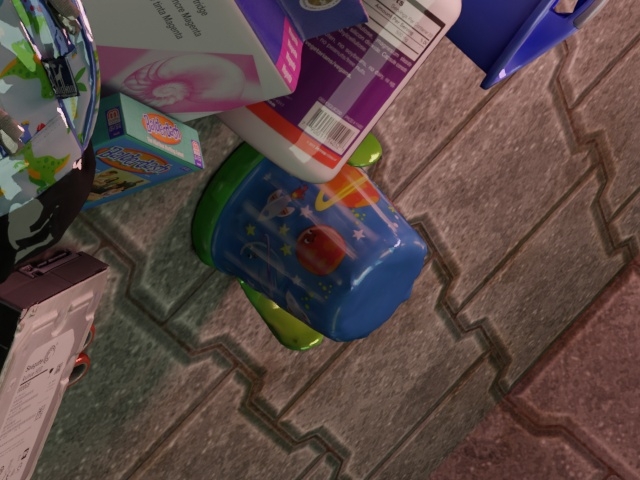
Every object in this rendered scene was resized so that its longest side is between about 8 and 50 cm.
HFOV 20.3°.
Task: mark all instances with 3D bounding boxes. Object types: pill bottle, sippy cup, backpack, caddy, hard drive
[{"bbox_3d":[0.029,-0.233,1.963,0.323,0.181,0.181,-52,154,7],"label":"pill bottle"},{"bbox_3d":[0.000,0.000,2.196,0.240,0.224,0.305,-45,155,-6],"label":"sippy cup"},{"bbox_3d":[-0.307,-0.191,1.380,0.273,0.290,0.355,-39,128,-3],"label":"backpack"},{"bbox_3d":[0.269,-0.336,2.116,0.341,0.179,0.241,-53,177,16],"label":"caddy"},{"bbox_3d":[-0.351,0.186,1.961,0.338,0.064,0.237,-67,170,16],"label":"hard drive"}]

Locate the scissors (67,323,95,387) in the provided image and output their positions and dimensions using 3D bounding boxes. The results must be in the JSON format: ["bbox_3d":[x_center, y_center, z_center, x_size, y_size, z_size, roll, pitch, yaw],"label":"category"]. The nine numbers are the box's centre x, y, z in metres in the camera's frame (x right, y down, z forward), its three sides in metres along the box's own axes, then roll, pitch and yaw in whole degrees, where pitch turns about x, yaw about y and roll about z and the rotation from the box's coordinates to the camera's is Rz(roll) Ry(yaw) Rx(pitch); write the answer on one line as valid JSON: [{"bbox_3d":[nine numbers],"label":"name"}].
[{"bbox_3d":[-0.372,0.161,2.070,0.297,0.021,0.109,-19,143,-48],"label":"scissors"}]

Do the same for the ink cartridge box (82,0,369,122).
[{"bbox_3d":[-0.142,-0.210,1.664,0.330,0.071,0.324,-14,155,11],"label":"ink cartridge box"}]

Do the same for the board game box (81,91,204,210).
[{"bbox_3d":[-0.245,-0.076,1.779,0.210,0.047,0.160,-17,163,20],"label":"board game box"}]
